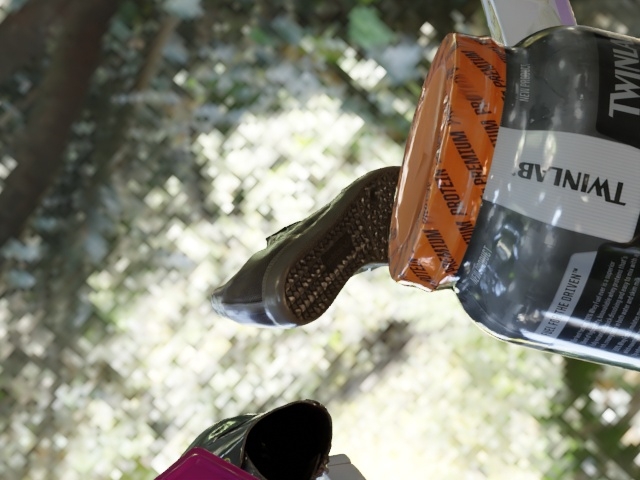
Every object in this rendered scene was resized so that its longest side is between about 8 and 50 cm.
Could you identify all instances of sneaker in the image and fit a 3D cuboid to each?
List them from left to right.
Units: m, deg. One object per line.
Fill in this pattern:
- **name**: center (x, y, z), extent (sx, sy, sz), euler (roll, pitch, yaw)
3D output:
- **sneaker**: center (-0.079, 0.185, 1.142), extent (0.083, 0.222, 0.118), euler (37, 151, -9)
- **sneaker**: center (0.000, 0.000, 1.221), extent (0.188, 0.071, 0.066), euler (-34, -67, -49)

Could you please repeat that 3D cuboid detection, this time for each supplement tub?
- **supplement tub**: center (0.126, -0.009, 0.666), extent (0.190, 0.117, 0.117), euler (13, -170, -7)

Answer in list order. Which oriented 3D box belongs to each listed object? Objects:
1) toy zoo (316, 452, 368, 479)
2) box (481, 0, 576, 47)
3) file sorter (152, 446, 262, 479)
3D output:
- **toy zoo**: center (0.042, 0.286, 1.363), extent (0.030, 0.192, 0.293), euler (-8, -155, -22)
- **box**: center (0.177, -0.181, 1.571), extent (0.067, 0.063, 0.324), euler (86, 167, -87)
- **file sorter**: center (-0.073, 0.277, 0.853), extent (0.202, 0.291, 0.182), euler (23, 137, 37)
